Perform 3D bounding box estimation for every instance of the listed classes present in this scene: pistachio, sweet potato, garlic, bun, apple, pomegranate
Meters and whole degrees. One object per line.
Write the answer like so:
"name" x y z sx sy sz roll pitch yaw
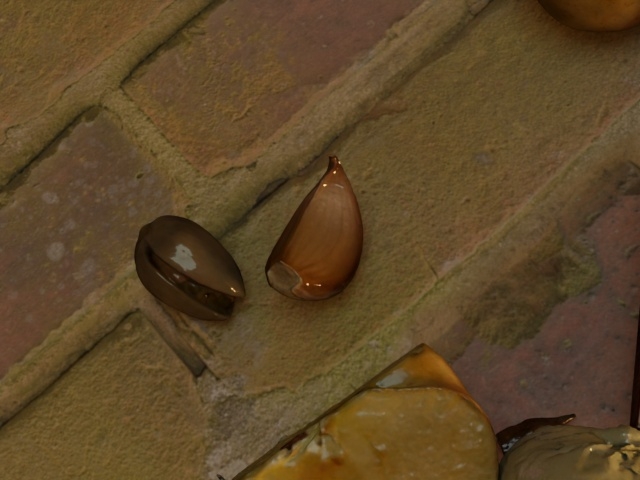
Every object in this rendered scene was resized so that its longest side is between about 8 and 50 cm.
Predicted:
"pistachio" -0.188 0.038 1.520 0.185 0.124 0.124 40 79 6
"sweet potato" 0.279 0.249 1.379 0.117 0.049 0.049 -23 65 -11
"garlic" -0.008 -0.001 1.504 0.115 0.128 0.206 -13 50 52
"bun" 0.339 0.288 1.216 0.287 0.287 0.146 15 77 16
"apple" 0.054 0.278 1.282 0.309 0.252 0.314 -32 40 -1
"pomegranate" 0.401 -0.418 1.545 0.233 0.233 0.233 -4 67 9

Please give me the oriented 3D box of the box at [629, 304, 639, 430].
"box" 0.577 0.099 1.328 0.345 0.122 0.385 7 64 13
